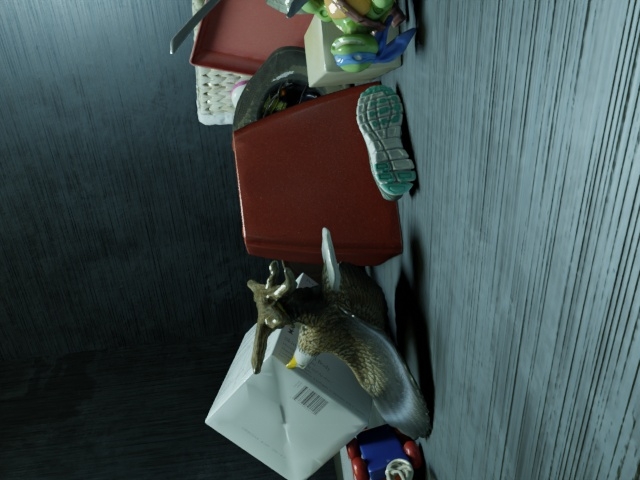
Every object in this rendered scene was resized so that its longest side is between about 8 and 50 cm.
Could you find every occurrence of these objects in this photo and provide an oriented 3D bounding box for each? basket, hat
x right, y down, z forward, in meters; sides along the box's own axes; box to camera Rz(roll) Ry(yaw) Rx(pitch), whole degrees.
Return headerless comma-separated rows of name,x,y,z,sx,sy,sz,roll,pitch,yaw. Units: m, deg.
basket,-0.147,-0.486,1.676,0.266,0.329,0.331,94,169,-57
hat,-0.026,-0.236,1.456,0.134,0.331,0.331,5,-106,-52

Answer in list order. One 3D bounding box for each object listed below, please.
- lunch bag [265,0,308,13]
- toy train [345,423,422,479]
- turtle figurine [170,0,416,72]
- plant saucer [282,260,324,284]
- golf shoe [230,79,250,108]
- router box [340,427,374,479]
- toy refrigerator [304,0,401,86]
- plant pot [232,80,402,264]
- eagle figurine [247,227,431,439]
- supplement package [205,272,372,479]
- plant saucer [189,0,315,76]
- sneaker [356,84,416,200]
lunch bag,-0.025,-0.494,1.104,0.287,0.169,0.235,-95,1,-64
toy train,0.116,0.387,1.061,0.248,0.105,0.143,-132,25,-82
turtle figurine,-0.003,-0.326,0.735,0.198,0.275,0.266,-174,86,-70
plant saucer,0.000,0.000,1.337,0.036,0.199,0.198,24,125,51
golf shoe,-0.082,-0.241,1.583,0.115,0.306,0.140,-41,19,34
router box,0.109,0.574,1.465,0.301,0.082,0.335,98,165,-72
toy refrigerator,0.038,-0.283,1.013,0.269,0.102,0.094,-118,22,-80
plant pot,-0.018,-0.087,1.155,0.267,0.236,0.267,121,143,-82
eagle figurine,0.035,0.137,1.012,0.225,0.298,0.226,-23,47,60
supplement package,-0.036,0.237,1.231,0.198,0.199,0.262,-48,10,26
plant saucer,-0.118,-0.434,1.421,0.258,0.259,0.047,127,144,-57
sneaker,0.084,-0.127,0.933,0.076,0.065,0.166,84,179,-71
